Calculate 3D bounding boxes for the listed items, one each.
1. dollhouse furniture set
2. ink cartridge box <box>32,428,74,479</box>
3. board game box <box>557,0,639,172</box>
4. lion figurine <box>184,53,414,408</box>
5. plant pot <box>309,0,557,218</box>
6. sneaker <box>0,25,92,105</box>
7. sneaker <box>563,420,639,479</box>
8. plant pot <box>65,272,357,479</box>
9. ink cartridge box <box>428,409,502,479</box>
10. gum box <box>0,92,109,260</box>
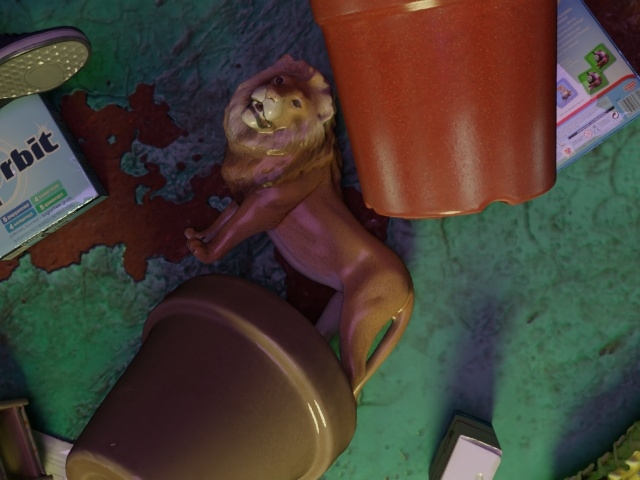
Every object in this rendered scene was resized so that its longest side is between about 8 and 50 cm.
[{"bbox_3d":[-0.417,0.311,0.954,0.161,0.101,0.182,-29,75,19],"label":"dollhouse furniture set"},{"bbox_3d":[-0.426,0.350,0.999,0.189,0.066,0.232,18,72,6],"label":"ink cartridge box"},{"bbox_3d":[0.258,-0.196,0.908,0.160,0.039,0.211,-35,88,7],"label":"board game box"},{"bbox_3d":[0.000,0.000,0.909,0.240,0.142,0.392,-39,101,-2],"label":"lion figurine"},{"bbox_3d":[0.124,-0.173,0.794,0.272,0.272,0.265,-8,104,6],"label":"plant pot"},{"bbox_3d":[-0.385,-0.245,0.929,0.226,0.086,0.163,-19,68,12],"label":"sneaker"},{"bbox_3d":[0.337,0.293,0.857,0.147,0.145,0.384,27,92,5],"label":"sneaker"},{"bbox_3d":[-0.128,0.203,0.811,0.263,0.229,0.263,19,130,25],"label":"plant pot"},{"bbox_3d":[0.161,0.253,0.885,0.052,0.122,0.088,22,93,5],"label":"ink cartridge box"},{"bbox_3d":[-0.382,-0.093,0.980,0.157,0.041,0.184,-32,88,5],"label":"gum box"}]
